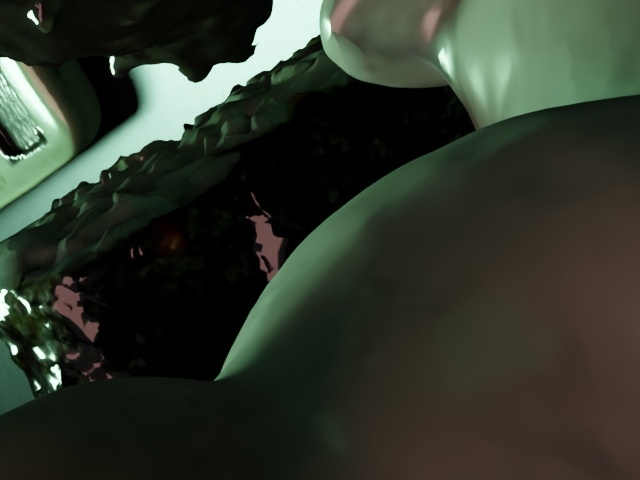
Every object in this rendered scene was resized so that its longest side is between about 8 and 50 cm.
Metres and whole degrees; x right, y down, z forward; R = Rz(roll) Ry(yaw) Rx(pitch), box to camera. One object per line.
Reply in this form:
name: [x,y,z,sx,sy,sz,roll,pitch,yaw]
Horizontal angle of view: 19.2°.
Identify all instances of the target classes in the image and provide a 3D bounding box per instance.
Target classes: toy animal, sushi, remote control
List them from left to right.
remote control: [-0.197,-0.054,1.041,0.090,0.038,0.309,59,150,-6]
sushi: [0.000,0.000,0.625,0.147,0.212,0.115,-16,107,57]
toy animal: [0.049,0.028,0.446,0.241,0.367,0.196,24,142,26]

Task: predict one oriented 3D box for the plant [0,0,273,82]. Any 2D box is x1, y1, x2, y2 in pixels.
plant: [-0.096,-0.140,0.653,0.234,0.204,0.178,-35,80,50]
